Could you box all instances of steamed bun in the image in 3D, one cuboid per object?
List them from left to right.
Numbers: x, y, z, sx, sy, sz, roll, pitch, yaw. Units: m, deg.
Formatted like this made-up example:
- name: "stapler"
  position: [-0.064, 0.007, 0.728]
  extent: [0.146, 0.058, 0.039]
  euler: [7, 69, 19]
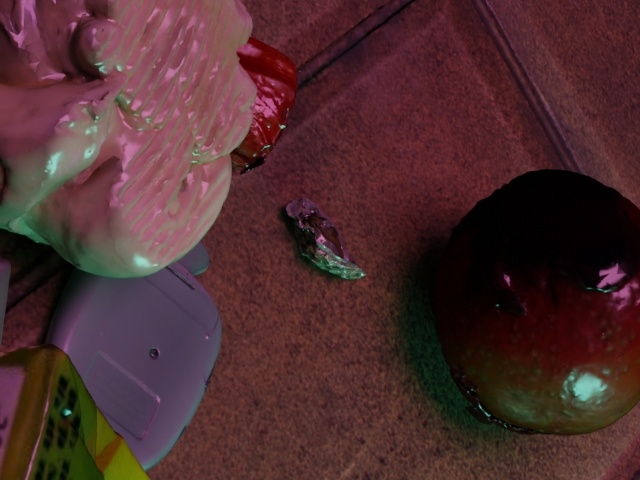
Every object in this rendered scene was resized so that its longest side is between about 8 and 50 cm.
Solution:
- name: "steamed bun"
  position: [-0.234, -0.146, 1.864]
  extent: [0.352, 0.247, 0.339]
  euler: [47, 54, -53]

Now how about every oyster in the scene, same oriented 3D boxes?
- name: "oyster"
  position: [0.001, 0.000, 2.183]
  extent: [0.100, 0.037, 0.098]
  euler: [59, 23, 18]

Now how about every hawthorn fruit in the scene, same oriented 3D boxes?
- name: "hawthorn fruit"
  position: [0.265, 0.071, 2.214]
  extent: [0.316, 0.316, 0.316]
  euler: [16, 65, -39]

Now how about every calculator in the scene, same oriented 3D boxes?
- name: "calculator"
  position: [-0.182, 0.099, 1.962]
  extent: [0.185, 0.041, 0.299]
  euler: [42, 50, -25]

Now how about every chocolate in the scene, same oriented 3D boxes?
- name: "chocolate"
  position: [-0.267, 0.278, 1.681]
  extent: [0.289, 0.137, 0.301]
  euler: [66, 32, -57]

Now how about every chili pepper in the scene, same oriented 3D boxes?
- name: "chili pepper"
  position: [-0.144, -0.192, 2.060]
  extent: [0.252, 0.136, 0.144]
  euler: [36, 81, -20]

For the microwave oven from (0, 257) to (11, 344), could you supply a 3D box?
- name: "microwave oven"
  position: [-0.423, 0.071, 1.536]
  extent: [0.237, 0.295, 0.181]
  euler: [-10, 115, -52]
